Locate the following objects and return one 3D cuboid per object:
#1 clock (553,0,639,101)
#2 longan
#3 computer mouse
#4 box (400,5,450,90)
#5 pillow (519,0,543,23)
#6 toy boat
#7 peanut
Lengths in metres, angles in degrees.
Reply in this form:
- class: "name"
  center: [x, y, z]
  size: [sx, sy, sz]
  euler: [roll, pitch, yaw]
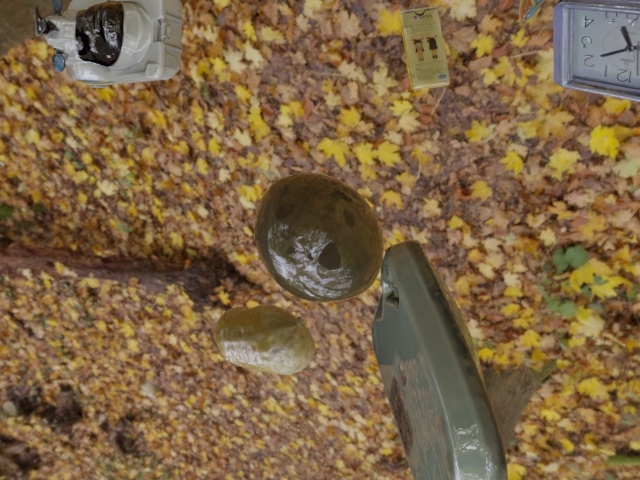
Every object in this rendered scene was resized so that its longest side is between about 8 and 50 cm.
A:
- class: "clock"
  center: [0.414, -0.261, 0.633]
  size: [0.193, 0.073, 0.145]
  euler: [31, 162, 40]
- class: "longan"
  center: [0.000, 0.000, 0.851]
  size: [0.214, 0.246, 0.246]
  euler: [-18, 121, 22]
- class: "computer mouse"
  center: [0.128, 0.141, 0.531]
  size: [0.094, 0.331, 0.197]
  euler: [-6, 131, -6]
- class: "box"
  center: [0.194, -0.358, 0.900]
  size: [0.020, 0.073, 0.149]
  euler: [156, 105, -87]
- class: "pillow"
  center: [0.490, -0.592, 1.027]
  size: [0.086, 0.233, 0.214]
  euler: [18, 102, 6]
- class: "toy boat"
  center: [-0.323, -0.299, 0.710]
  size: [0.269, 0.141, 0.141]
  euler: [8, 138, 24]
- class: "peanut"
  center: [-0.115, 0.187, 0.930]
  size: [0.224, 0.129, 0.129]
  euler: [1, 133, 28]
